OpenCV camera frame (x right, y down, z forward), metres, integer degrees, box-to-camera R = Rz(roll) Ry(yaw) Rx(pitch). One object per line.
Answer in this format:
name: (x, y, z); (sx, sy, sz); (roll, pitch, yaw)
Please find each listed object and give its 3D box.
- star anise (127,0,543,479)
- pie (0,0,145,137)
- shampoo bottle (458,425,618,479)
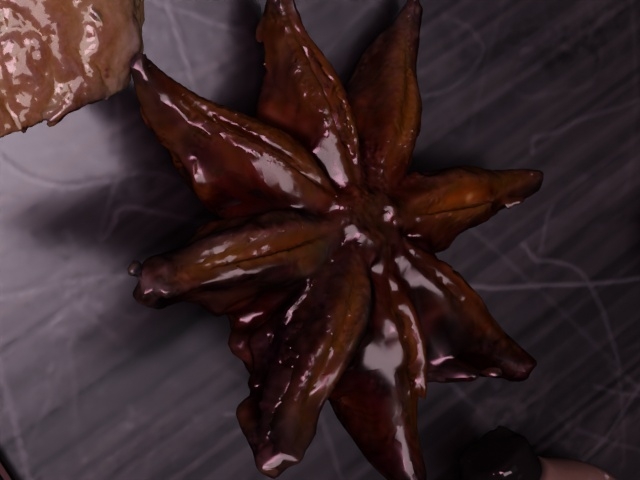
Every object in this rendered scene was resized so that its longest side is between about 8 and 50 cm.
star anise: (0.000, 0.000, 0.801); (0.272, 0.102, 0.272); (13, 68, -35)
pie: (-0.177, -0.119, 0.696); (0.218, 0.052, 0.185); (-20, 111, -22)
shampoo bottle: (0.149, 0.212, 0.931); (0.127, 0.078, 0.257); (-39, 115, -16)
